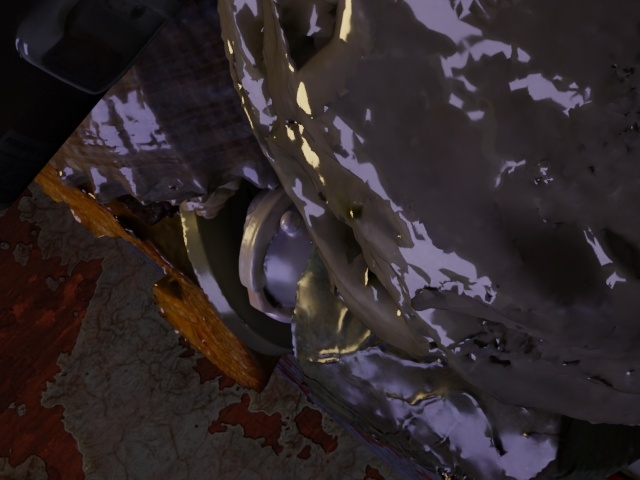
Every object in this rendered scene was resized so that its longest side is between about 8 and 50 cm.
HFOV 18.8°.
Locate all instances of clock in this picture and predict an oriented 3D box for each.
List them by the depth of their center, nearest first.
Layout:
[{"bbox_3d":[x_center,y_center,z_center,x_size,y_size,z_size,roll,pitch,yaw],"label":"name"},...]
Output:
[{"bbox_3d":[-0.057,-0.004,1.856,0.029,0.235,0.235,-18,129,31],"label":"clock"}]

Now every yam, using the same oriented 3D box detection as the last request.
[{"bbox_3d":[0.125,0.098,1.545,0.271,0.201,0.202,20,-162,34],"label":"yam"}]

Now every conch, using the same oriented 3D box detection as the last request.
[{"bbox_3d":[-0.144,-0.130,1.615,0.297,0.210,0.352,28,163,44],"label":"conch"}]

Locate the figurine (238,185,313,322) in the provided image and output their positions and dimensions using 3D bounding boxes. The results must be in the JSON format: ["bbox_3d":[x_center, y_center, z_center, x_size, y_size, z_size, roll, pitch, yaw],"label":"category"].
[{"bbox_3d":[0.002,0.002,1.761,0.141,0.162,0.237,32,-175,32],"label":"figurine"}]

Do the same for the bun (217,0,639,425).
[{"bbox_3d":[0.077,-0.084,0.825,0.326,0.234,0.362,41,166,50],"label":"bun"}]

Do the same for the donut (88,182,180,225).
[{"bbox_3d":[-0.105,-0.058,1.995,0.295,0.151,0.112,37,-174,-23],"label":"donut"}]

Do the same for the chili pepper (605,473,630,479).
[{"bbox_3d":[0.294,0.261,1.998,0.088,0.065,0.169,51,172,-36],"label":"chili pepper"}]

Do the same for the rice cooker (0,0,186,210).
[{"bbox_3d":[-0.260,-0.212,1.352,0.335,0.325,0.335,41,-172,-7],"label":"rice cooker"}]

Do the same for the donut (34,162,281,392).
[{"bbox_3d":[-0.157,0.000,2.425,0.435,0.163,0.378,50,168,-26],"label":"donut"}]
